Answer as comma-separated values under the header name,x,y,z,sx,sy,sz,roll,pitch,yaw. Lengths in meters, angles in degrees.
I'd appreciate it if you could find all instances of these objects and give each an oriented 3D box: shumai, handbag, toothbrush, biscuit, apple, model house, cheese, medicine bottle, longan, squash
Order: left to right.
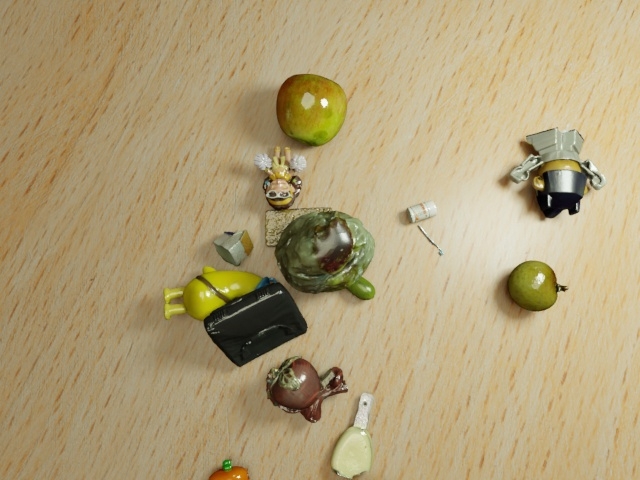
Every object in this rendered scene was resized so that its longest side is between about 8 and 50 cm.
name,x,y,z,sx,sy,sz,roll,pitch,yaw
model house,-0.289,0.016,1.422,0.101,0.087,0.100,21,54,37
handbag,-0.197,0.263,1.315,0.275,0.244,0.088,-29,38,-4
biscuit,-0.073,-0.047,1.445,0.237,0.026,0.131,-2,82,1
apple,-0.035,-0.440,1.435,0.247,0.246,0.226,10,100,4
shumai,0.000,0.000,1.274,0.304,0.263,0.309,41,78,15
squash,0.094,0.130,1.390,0.201,0.066,0.066,33,83,13
cheese,0.120,0.607,1.311,0.127,0.050,0.255,16,81,5
medicine bottle,0.341,-0.097,1.420,0.089,0.057,0.057,-18,80,-1
toothbrush,0.375,-0.003,1.426,0.013,0.011,0.131,-33,79,-25
longan,0.676,0.142,1.313,0.145,0.176,0.154,-51,122,-42

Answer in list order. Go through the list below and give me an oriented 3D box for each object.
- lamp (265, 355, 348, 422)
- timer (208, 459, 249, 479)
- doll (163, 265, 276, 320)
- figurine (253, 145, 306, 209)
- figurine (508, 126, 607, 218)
name,x,y,z,sx,sy,sz,roll,pitch,yaw
lamp,-0.054,0.442,1.311,0.215,0.151,0.223,-46,125,0
timer,-0.281,0.737,1.286,0.136,0.099,0.136,2,69,-5
doll,-0.323,0.165,1.365,0.364,0.145,0.199,-10,66,-8
figurine,-0.134,-0.221,1.434,0.175,0.115,0.239,-1,74,0
figurine,0.779,-0.222,1.382,0.309,0.143,0.308,-7,69,18
